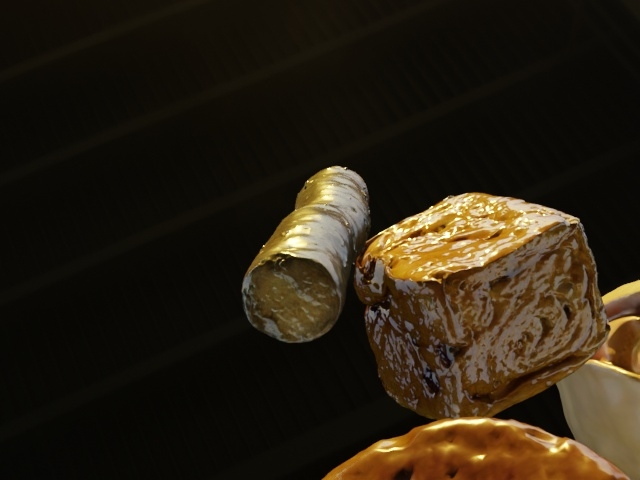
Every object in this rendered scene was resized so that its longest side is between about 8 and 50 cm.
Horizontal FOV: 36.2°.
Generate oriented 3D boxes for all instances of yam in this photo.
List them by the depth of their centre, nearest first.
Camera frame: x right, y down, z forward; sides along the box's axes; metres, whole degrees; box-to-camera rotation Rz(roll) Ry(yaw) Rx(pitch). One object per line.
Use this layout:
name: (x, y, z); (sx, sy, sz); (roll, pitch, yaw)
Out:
yam: (0.000, 0.000, 0.639); (0.061, 0.061, 0.253); (2, -165, 6)

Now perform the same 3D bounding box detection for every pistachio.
pistachio: (0.349, 0.142, 1.016); (0.230, 0.309, 0.230); (-1, -107, 4)

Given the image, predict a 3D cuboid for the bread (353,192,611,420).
bread: (0.122, 0.050, 0.769); (0.158, 0.149, 0.143); (-31, -157, -19)

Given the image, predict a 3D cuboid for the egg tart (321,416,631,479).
egg tart: (0.071, 0.179, 0.373); (0.215, 0.171, 0.215); (-15, -143, 12)
